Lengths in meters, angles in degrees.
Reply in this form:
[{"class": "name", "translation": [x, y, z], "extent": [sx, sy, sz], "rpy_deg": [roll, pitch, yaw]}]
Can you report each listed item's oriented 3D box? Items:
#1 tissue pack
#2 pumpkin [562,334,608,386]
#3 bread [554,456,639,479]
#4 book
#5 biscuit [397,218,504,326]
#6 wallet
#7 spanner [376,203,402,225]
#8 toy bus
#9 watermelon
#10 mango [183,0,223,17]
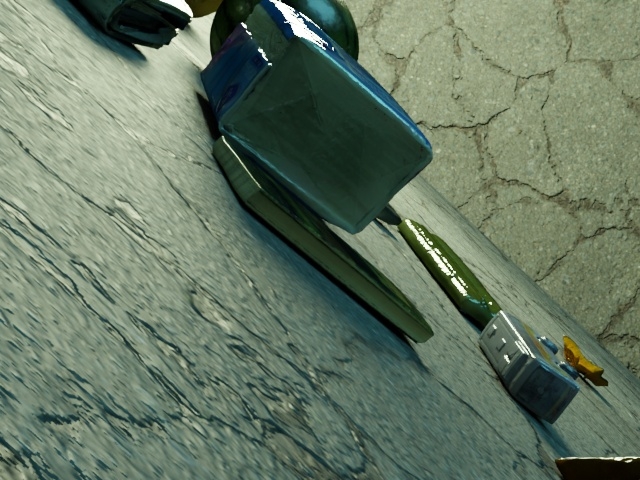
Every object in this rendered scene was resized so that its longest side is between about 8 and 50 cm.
[{"class": "tissue pack", "translation": [-0.013, -0.137, 1.694], "extent": [0.198, 0.146, 0.263], "rpy_deg": [39, 9, -18]}, {"class": "pumpkin", "translation": [0.440, 0.210, 2.669], "extent": [0.101, 0.035, 0.073], "rpy_deg": [43, -5, 25]}, {"class": "bread", "translation": [0.269, 0.234, 1.480], "extent": [0.109, 0.062, 0.043], "rpy_deg": [-4, -27, 34]}, {"class": "book", "translation": [0.000, 0.000, 1.460], "extent": [0.228, 0.024, 0.160], "rpy_deg": [39, 6, -25]}, {"class": "biscuit", "translation": [0.182, 0.046, 2.162], "extent": [0.099, 0.038, 0.322], "rpy_deg": [37, 9, -23]}, {"class": "wallet", "translation": [-0.254, -0.308, 1.656], "extent": [0.250, 0.075, 0.176], "rpy_deg": [46, 11, 14]}, {"class": "spanner", "translation": [-0.013, -0.128, 2.160], "extent": [0.325, 0.026, 0.093], "rpy_deg": [41, 8, -7]}, {"class": "toy bus", "translation": [0.235, 0.140, 1.793], "extent": [0.075, 0.064, 0.190], "rpy_deg": [36, 9, -13]}, {"class": "watermelon", "translation": [-0.052, -0.261, 2.028], "extent": [0.214, 0.188, 0.188], "rpy_deg": [60, 12, 20]}, {"class": "mango", "translation": [-0.201, -0.404, 2.324], "extent": [0.167, 0.130, 0.262], "rpy_deg": [41, 12, -2]}]
